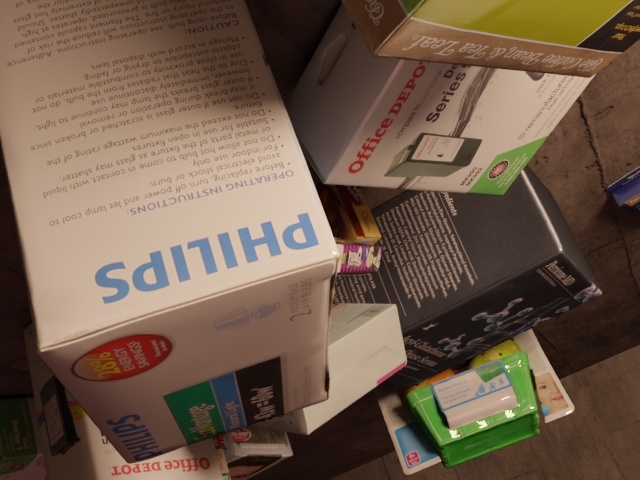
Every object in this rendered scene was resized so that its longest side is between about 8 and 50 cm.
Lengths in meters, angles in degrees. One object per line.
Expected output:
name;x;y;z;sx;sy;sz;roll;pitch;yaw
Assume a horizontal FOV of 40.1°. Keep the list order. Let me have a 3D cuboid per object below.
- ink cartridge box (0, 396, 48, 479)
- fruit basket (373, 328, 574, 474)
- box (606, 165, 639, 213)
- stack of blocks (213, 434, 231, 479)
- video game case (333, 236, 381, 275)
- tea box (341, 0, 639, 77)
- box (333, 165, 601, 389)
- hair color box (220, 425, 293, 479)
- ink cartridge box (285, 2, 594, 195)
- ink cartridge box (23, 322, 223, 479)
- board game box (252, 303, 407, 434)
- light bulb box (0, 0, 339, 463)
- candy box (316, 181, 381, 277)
ink cartridge box;-0.512;0.381;1.651;0.278;0.117;0.201;5;145;-43
fruit basket;0.252;0.225;1.645;0.327;0.353;0.165;-20;146;1
box;0.641;-0.101;1.642;0.136;0.037;0.225;-37;149;32
stack of blocks;-0.240;0.324;1.528;0.171;0.297;0.087;-2;149;-32
video game case;-0.061;0.004;1.118;0.232;0.042;0.210;11;-177;21
tea box;0.188;-0.303;0.630;0.329;0.220;0.323;-7;153;-48
box;0.210;0.056;1.429;0.395;0.212;0.293;-30;153;19
hair color box;-0.263;0.462;1.795;0.374;0.114;0.185;-34;152;25
ink cartridge box;0.135;-0.166;0.997;0.289;0.122;0.211;0;136;-36
ink cartridge box;-0.298;0.247;1.320;0.226;0.306;0.131;8;143;-46
board game box;-0.066;0.168;1.243;0.303;0.098;0.224;-1;-164;42
light bulb box;-0.144;-0.030;0.821;0.225;0.361;0.358;-16;155;-9
candy box;0.000;0.000;1.280;0.053;0.109;0.187;-1;148;-38
